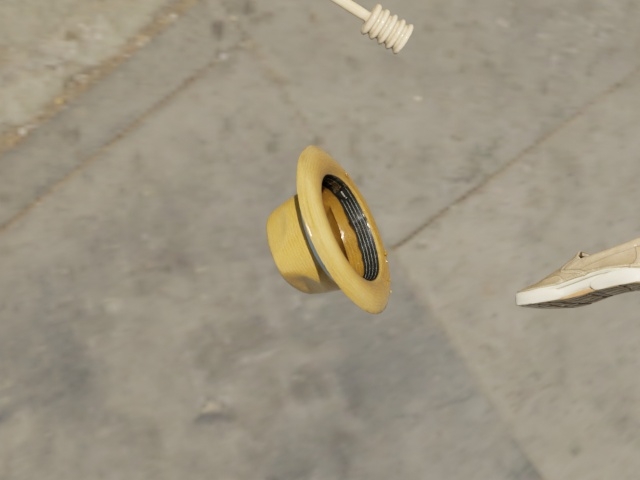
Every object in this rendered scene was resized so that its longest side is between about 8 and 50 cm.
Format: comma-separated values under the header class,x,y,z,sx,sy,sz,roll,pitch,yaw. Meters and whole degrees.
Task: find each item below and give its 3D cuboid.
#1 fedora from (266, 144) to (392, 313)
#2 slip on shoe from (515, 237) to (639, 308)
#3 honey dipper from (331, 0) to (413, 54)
class,x,y,z,sx,sy,sz,roll,pitch,yaw
fedora,0.000,0.000,1.919,0.079,0.194,0.194,-25,85,18
slip on shoe,0.227,0.030,1.664,0.135,0.051,0.041,-17,71,42
honey dipper,0.004,-0.211,1.644,0.161,0.030,0.030,30,103,-10
